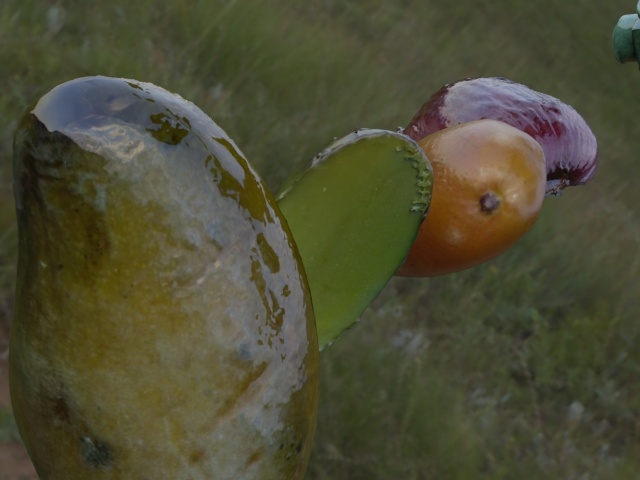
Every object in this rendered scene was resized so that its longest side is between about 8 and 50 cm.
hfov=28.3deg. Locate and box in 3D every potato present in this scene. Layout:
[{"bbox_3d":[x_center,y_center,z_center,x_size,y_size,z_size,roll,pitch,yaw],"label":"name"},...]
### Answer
[{"bbox_3d":[0.000,0.000,0.893,0.119,0.197,0.054,9,27,-29],"label":"potato"}]

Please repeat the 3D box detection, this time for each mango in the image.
[{"bbox_3d":[-0.096,0.053,0.778,0.176,0.329,0.177,15,25,37],"label":"mango"},{"bbox_3d":[0.091,-0.034,1.055,0.102,0.141,0.217,30,-22,-20],"label":"mango"}]

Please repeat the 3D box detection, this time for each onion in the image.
[{"bbox_3d":[0.196,-0.141,1.560,0.227,0.120,0.284,-7,18,-42],"label":"onion"}]

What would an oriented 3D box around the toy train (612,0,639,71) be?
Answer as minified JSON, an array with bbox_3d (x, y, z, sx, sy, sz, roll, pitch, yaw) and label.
[{"bbox_3d":[0.344,-0.171,0.923,0.159,0.248,0.101,-55,134,-35],"label":"toy train"}]
